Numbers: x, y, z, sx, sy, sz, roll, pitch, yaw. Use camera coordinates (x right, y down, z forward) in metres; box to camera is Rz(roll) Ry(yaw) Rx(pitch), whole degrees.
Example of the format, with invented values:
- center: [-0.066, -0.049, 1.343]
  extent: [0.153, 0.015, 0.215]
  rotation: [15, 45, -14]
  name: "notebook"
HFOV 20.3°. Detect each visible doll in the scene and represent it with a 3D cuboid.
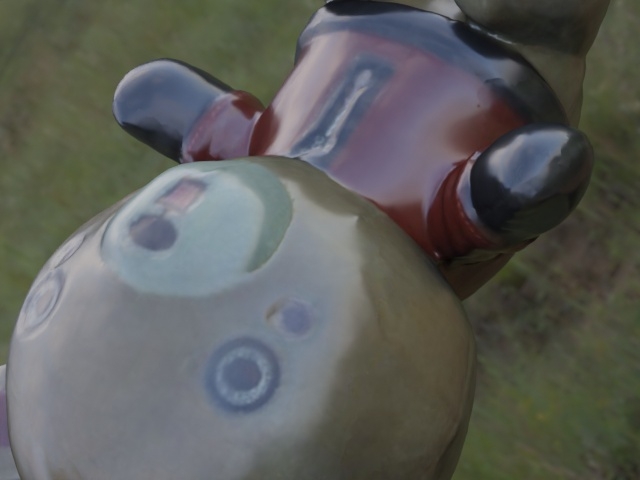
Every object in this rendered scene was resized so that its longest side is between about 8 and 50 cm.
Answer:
- center: [0.000, 0.000, 0.744]
  extent: [0.235, 0.174, 0.330]
  rotation: [22, 69, 32]
  name: "doll"
